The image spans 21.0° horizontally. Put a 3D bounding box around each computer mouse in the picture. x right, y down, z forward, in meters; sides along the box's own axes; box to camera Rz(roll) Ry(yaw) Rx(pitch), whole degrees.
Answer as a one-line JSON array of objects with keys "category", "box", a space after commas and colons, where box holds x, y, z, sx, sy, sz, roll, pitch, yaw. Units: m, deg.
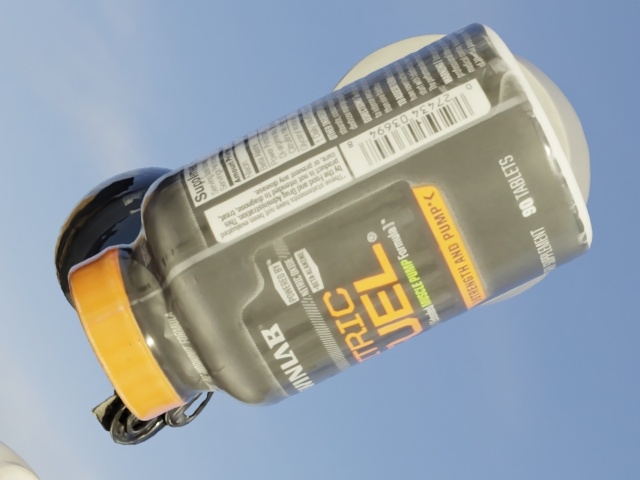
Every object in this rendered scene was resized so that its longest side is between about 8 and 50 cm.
[{"category": "computer mouse", "box": [-0.118, 0.029, 1.231, 0.072, 0.188, 0.272, 54, -6, 33]}]

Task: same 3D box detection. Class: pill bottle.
[{"category": "pill bottle", "box": [0.000, 0.000, 0.863, 0.130, 0.245, 0.130, 64, 2, -5]}]

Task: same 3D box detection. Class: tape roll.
[{"category": "tape roll", "box": [0.102, -0.053, 1.381, 0.219, 0.219, 0.072, 59, 19, 12]}]

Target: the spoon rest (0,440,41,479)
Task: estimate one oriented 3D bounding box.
[{"category": "spoon rest", "box": [-0.203, 0.127, 0.791, 0.276, 0.084, 0.137, 47, 30, -55]}]
